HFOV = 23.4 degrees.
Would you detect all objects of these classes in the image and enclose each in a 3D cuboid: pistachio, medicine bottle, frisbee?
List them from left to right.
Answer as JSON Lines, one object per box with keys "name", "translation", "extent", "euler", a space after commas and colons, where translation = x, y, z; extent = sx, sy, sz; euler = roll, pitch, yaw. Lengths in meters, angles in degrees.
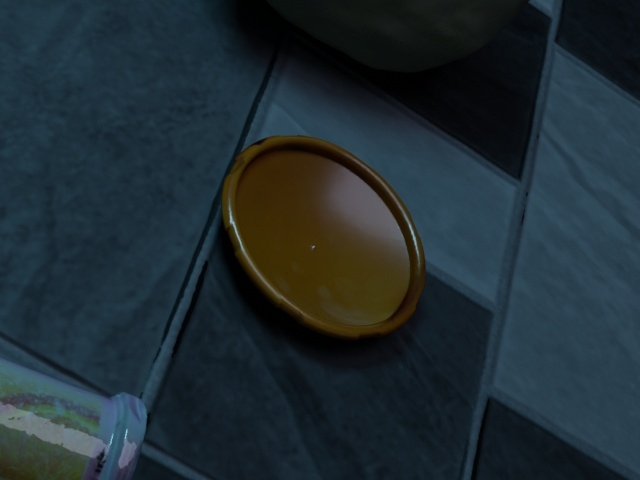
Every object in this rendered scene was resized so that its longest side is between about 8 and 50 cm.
{"name": "medicine bottle", "translation": [-0.318, 0.071, 0.921], "extent": [0.426, 0.108, 0.108], "euler": [24, 47, -19]}
{"name": "frisbee", "translation": [0.000, 0.000, 1.261], "extent": [0.192, 0.035, 0.192], "euler": [19, 49, -24]}
{"name": "pistachio", "translation": [0.050, -0.264, 1.376], "extent": [0.332, 0.226, 0.208], "euler": [16, 90, -35]}
